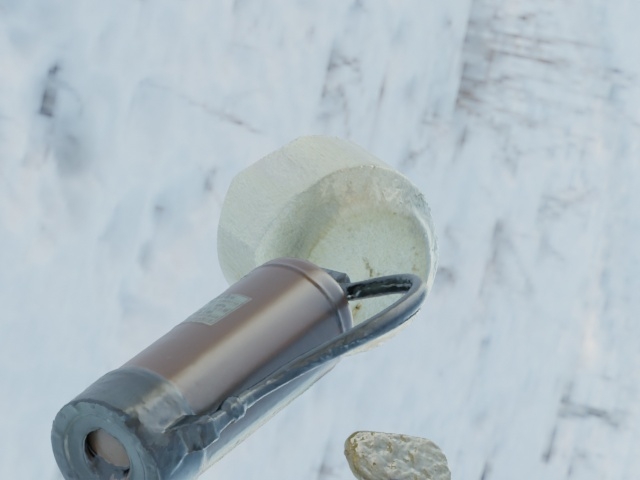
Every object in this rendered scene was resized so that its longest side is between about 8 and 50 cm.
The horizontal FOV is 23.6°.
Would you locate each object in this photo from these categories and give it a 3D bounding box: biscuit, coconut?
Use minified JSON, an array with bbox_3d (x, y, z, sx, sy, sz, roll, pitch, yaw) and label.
[{"bbox_3d":[0.088,0.247,1.705,0.018,0.147,0.071,-49,-137,38],"label":"biscuit"},{"bbox_3d":[0.000,0.000,1.772,0.266,0.237,0.237,-135,-130,-62],"label":"coconut"}]

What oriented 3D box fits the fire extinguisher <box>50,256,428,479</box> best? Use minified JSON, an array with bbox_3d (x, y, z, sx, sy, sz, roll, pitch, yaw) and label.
[{"bbox_3d":[-0.041,0.107,1.301,0.376,0.200,0.113,-37,132,-50],"label":"fire extinguisher"}]
